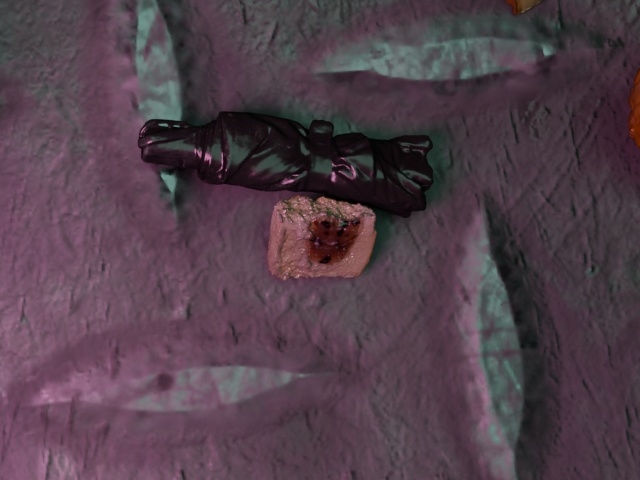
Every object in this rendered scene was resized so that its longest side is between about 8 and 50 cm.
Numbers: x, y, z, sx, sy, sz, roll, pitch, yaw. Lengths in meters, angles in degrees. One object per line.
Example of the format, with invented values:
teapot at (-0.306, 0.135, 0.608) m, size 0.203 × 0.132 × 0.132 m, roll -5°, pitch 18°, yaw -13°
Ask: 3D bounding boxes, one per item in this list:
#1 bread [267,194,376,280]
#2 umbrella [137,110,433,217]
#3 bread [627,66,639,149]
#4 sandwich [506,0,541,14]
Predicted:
bread at (0.000, 0.000, 1.424) m, size 0.083 × 0.070 × 0.035 m, roll 2°, pitch 40°, yaw -15°
umbrella at (-0.028, -0.063, 1.430) m, size 0.235 × 0.059 × 0.066 m, roll 6°, pitch 64°, yaw -10°
bread at (0.448, -0.110, 1.476) m, size 0.337 × 0.148 × 0.328 m, roll 41°, pitch 74°, yaw -1°
sandwich at (0.162, -0.299, 1.449) m, size 0.117 × 0.144 × 0.187 m, roll -35°, pitch 89°, yaw -10°
